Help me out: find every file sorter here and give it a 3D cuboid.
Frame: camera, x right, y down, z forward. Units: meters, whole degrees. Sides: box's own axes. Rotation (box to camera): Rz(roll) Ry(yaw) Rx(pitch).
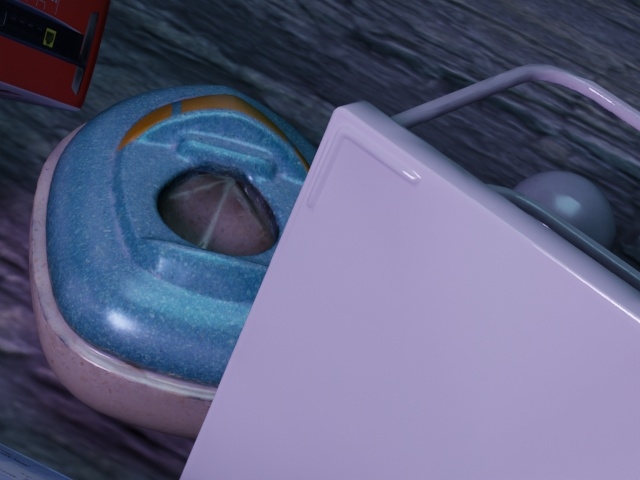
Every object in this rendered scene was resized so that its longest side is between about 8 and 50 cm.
[{"bbox_3d":[0.078,0.090,0.707,0.193,0.278,0.173,37,33,21],"label":"file sorter"}]

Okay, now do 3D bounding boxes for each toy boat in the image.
[{"bbox_3d":[0.000,0.000,0.893,0.318,0.148,0.267,12,36,-14],"label":"toy boat"}]

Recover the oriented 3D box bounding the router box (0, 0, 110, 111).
[{"bbox_3d":[-0.317,-0.154,0.786,0.335,0.082,0.301,13,-1,18],"label":"router box"}]

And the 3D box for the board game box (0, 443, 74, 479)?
[{"bbox_3d":[-0.190,0.117,0.518,0.318,0.066,0.318,17,6,41],"label":"board game box"}]
